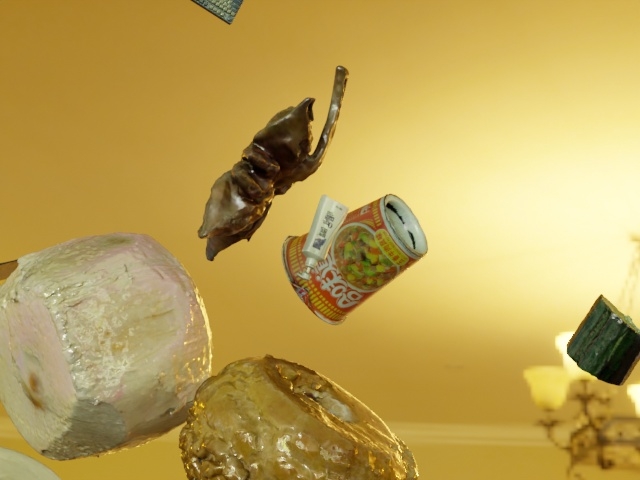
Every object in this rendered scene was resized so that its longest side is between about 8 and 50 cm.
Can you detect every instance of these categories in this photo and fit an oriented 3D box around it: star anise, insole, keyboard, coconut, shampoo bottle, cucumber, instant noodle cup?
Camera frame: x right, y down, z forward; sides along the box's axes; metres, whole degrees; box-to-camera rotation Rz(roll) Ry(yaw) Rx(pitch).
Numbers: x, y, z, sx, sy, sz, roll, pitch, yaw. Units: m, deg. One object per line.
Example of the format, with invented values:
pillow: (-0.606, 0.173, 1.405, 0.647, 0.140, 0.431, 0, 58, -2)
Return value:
star anise: (-0.079, -0.108, 1.856, 0.109, 0.349, 0.292, 41, -29, -4)
insole: (-0.620, 0.061, 2.168, 0.119, 0.009, 0.348, -27, -9, 34)
keyboard: (-0.213, -0.433, 1.997, 0.176, 0.055, 0.014, 31, -10, -18)
coconut: (-0.351, 0.173, 2.036, 0.405, 0.404, 0.404, 3, -21, 1)
shampoo bottle: (0.000, 0.000, 1.860, 0.049, 0.141, 0.034, 32, -19, -34)
cucumber: (0.474, 0.167, 1.956, 0.116, 0.115, 0.062, 37, 18, 22)
instant noodle cup: (0.069, 0.023, 2.110, 0.212, 0.193, 0.193, -32, -36, 25)

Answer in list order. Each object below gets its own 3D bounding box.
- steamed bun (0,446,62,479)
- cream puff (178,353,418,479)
steamed bun: (-0.642, 0.468, 1.831, 0.456, 0.290, 0.371, -16, -15, -35)
cream puff: (-0.040, 0.319, 1.665, 0.327, 0.231, 0.343, 36, 7, 41)
